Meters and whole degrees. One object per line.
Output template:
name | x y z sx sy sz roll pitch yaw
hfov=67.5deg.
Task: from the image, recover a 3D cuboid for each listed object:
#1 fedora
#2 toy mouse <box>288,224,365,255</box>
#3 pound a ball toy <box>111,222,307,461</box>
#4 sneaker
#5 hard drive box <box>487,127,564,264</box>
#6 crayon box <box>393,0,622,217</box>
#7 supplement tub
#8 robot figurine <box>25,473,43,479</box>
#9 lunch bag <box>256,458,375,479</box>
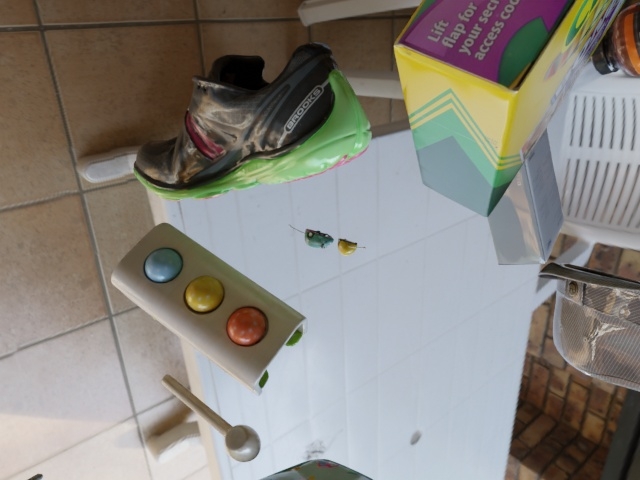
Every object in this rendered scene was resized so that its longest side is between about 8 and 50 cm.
fedora | 0.386 0.112 0.574 0.244 0.275 0.124 12 95 -17
toy mouse | 0.000 0.000 0.972 0.143 0.161 0.031 14 95 -13
pound a ball toy | -0.169 0.137 0.698 0.208 0.319 0.135 -51 164 -22
sneaker | -0.135 -0.183 0.773 0.185 0.483 0.202 -28 108 -51
hard drive box | 0.378 -0.097 0.899 0.181 0.089 0.232 -39 116 -45
crayon box | 0.226 -0.232 0.468 0.362 0.106 0.313 -58 161 -2
supplement tub | 0.498 -0.299 0.677 0.106 0.198 0.105 2 87 -38
robot figurine | -0.323 0.290 0.276 0.300 0.353 0.200 40 124 -22
lunch bag | -0.040 0.454 0.773 0.279 0.224 0.107 1 82 -38
